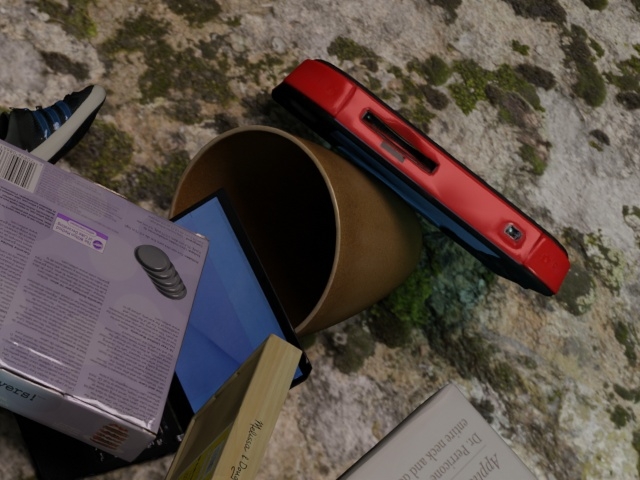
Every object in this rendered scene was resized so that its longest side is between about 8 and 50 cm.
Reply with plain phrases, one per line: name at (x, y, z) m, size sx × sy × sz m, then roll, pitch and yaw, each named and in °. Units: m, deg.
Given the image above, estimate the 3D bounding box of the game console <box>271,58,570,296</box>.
game console at (0.106, -0.070, 1.687) m, size 0.386 × 0.342 × 0.060 m, roll 38°, pitch 85°, yaw -6°

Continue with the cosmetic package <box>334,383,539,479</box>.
cosmetic package at (0.078, 0.416, 1.253) m, size 0.394 × 0.327 × 0.329 m, roll 49°, pitch 45°, yaw 8°

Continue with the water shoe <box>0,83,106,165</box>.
water shoe at (-0.311, -0.127, 1.572) m, size 0.080 × 0.073 × 0.203 m, roll 37°, pitch 44°, yaw -3°

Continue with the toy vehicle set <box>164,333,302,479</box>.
toy vehicle set at (-0.105, 0.223, 1.262) m, size 0.035 × 0.166 × 0.267 m, roll 33°, pitch 43°, yaw -10°

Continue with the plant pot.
plant pot at (0.000, 0.000, 1.605) m, size 0.254 × 0.237 × 0.237 m, roll 3°, pitch 55°, yaw -53°

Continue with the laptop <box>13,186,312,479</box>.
laptop at (-0.186, 0.092, 1.448) m, size 0.264 × 0.136 × 0.234 m, roll -10°, pitch 64°, yaw -39°

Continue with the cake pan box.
cake pan box at (-0.252, 0.048, 1.337) m, size 0.267 × 0.070 × 0.246 m, roll 26°, pitch 45°, yaw -18°
